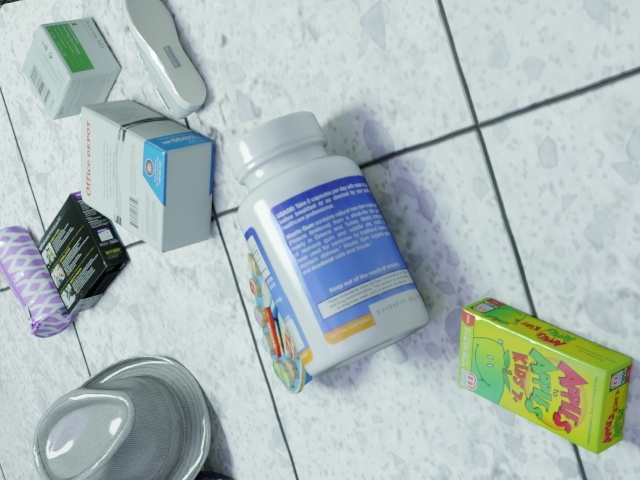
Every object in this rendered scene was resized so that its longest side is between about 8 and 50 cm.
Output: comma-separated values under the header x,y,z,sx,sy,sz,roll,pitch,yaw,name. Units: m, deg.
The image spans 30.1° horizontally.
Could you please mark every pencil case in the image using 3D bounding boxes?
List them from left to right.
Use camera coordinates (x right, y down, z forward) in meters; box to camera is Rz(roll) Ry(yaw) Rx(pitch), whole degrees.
x,y,z,sx,sy,sz,roll,pitch,yaw,name
-0.488,0.071,1.988,0.206,0.088,0.086,53,136,23,pencil case

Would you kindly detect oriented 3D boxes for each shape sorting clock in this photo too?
x,y,z,sx,sy,sz,roll,pitch,yaw,name
-0.056,0.089,1.473,0.206,0.040,0.206,166,90,-71,shape sorting clock

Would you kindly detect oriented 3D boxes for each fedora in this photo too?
x,y,z,sx,sy,sz,roll,pitch,yaw,name
-0.307,0.282,1.715,0.275,0.124,0.244,-25,65,20,fedora

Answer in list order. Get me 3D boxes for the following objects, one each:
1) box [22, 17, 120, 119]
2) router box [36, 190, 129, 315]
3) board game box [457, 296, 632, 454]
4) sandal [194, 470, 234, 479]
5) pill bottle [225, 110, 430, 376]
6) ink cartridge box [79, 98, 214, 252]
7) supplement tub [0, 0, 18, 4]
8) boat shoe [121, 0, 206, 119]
x,y,z,sx,sy,sz,roll,pitch,yaw,name
-0.358,-0.246,1.708,0.101,0.087,0.102,58,139,17,box
-0.375,0.019,1.866,0.179,0.046,0.133,-43,70,48,router box
0.221,0.133,1.200,0.181,0.043,0.092,24,121,43,board game box
-0.233,0.398,1.753,0.254,0.054,0.097,-9,99,18,sandal
0.000,0.000,1.326,0.152,0.152,0.272,-35,76,50,pill bottle
-0.240,-0.093,1.628,0.203,0.085,0.148,30,125,41,ink cartridge box
-0.448,-0.404,1.565,0.193,0.316,0.194,26,128,40,supplement tub
-0.212,-0.244,1.563,0.184,0.066,0.063,57,139,4,boat shoe
